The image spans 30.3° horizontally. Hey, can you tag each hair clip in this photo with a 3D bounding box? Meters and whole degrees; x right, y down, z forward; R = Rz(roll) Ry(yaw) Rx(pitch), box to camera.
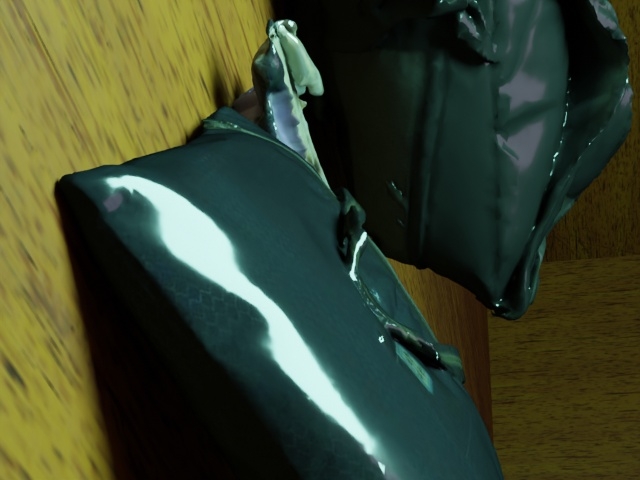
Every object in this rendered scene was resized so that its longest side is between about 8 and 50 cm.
[{"bbox_3d":[0.000,0.000,0.699,0.106,0.084,0.292,-76,154,-47],"label":"hair clip"}]

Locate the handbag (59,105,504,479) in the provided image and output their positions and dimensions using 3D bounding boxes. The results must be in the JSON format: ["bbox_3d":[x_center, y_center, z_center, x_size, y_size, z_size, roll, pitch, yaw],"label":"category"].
[{"bbox_3d":[0.004,0.054,0.517,0.254,0.088,0.211,53,17,-6],"label":"handbag"}]

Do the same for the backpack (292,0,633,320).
[{"bbox_3d":[0.109,-0.166,0.907,0.363,0.254,0.446,-59,146,-62],"label":"backpack"}]
